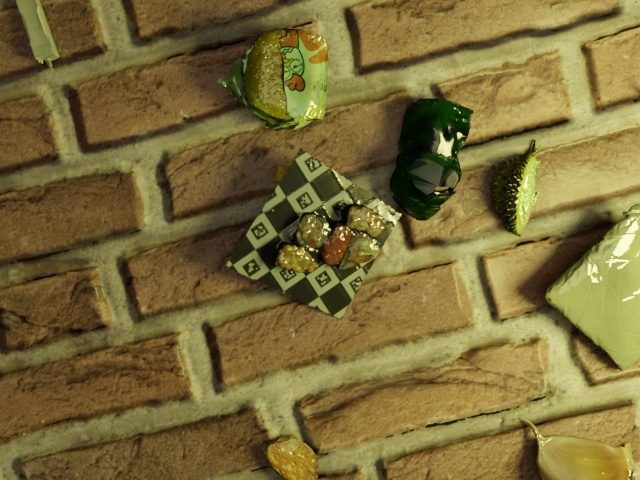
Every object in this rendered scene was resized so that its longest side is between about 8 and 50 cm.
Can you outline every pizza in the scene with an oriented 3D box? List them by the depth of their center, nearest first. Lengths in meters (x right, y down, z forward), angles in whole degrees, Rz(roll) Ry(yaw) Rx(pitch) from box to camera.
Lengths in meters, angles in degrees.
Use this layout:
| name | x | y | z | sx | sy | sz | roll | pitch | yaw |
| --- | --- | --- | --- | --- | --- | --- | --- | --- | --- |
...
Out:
| name | x | y | z | sx | sy | sz | roll | pitch | yaw |
| --- | --- | --- | --- | --- | --- | --- | --- | --- | --- |
| pizza | -0.058 | 0.497 | 1.350 | 0.160 | 0.036 | 0.099 | 39 | 94 | -1 |

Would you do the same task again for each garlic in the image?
| name | x | y | z | sx | sy | sz | roll | pitch | yaw |
| --- | --- | --- | --- | --- | --- | --- | --- | --- | --- |
| garlic | 0.542 | 0.500 | 1.309 | 0.266 | 0.148 | 0.129 | 20 | 130 | -4 |

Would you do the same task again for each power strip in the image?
| name | x | y | z | sx | sy | sz | roll | pitch | yaw |
| --- | --- | --- | --- | --- | --- | --- | --- | --- | --- |
| power strip | -0.622 | -0.464 | 1.318 | 0.047 | 0.030 | 0.191 | -18 | 92 | 1 |

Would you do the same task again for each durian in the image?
| name | x | y | z | sx | sy | sz | roll | pitch | yaw |
| --- | --- | --- | --- | --- | --- | --- | --- | --- | --- |
| durian | 0.427 | -0.117 | 1.297 | 0.100 | 0.086 | 0.215 | 5 | 98 | -32 |

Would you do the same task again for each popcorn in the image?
| name | x | y | z | sx | sy | sz | roll | pitch | yaw |
| --- | --- | --- | --- | --- | --- | --- | --- | --- | --- |
| popcorn | -0.073 | -0.127 | 1.303 | 0.084 | 0.084 | 0.084 | 0 | 93 | 2 |

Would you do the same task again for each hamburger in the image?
| name | x | y | z | sx | sy | sz | roll | pitch | yaw |
| --- | --- | --- | --- | --- | --- | --- | --- | --- | --- |
| hamburger | -0.095 | -0.342 | 1.260 | 0.235 | 0.125 | 0.214 | 11 | 83 | -13 |

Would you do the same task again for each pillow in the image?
| name | x | y | z | sx | sy | sz | roll | pitch | yaw |
| --- | --- | --- | --- | --- | --- | --- | --- | --- | --- |
| pillow | 0.657 | 0.105 | 1.276 | 0.280 | 0.076 | 0.274 | 40 | 98 | -13 |

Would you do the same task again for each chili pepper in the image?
| name | x | y | z | sx | sy | sz | roll | pitch | yaw |
| --- | --- | --- | --- | --- | --- | --- | --- | --- | --- |
| chili pepper | 0.227 | -0.175 | 1.266 | 0.148 | 0.116 | 0.265 | 17 | 93 | 4 |

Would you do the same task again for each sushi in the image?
| name | x | y | z | sx | sy | sz | roll | pitch | yaw |
| --- | --- | --- | --- | --- | --- | --- | --- | --- | --- |
| sushi | 0.000 | 0.000 | 1.268 | 0.292 | 0.059 | 0.294 | 29 | 94 | -18 |

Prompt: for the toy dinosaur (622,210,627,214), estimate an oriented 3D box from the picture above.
| name | x | y | z | sx | sy | sz | roll | pitch | yaw |
| --- | --- | --- | --- | --- | --- | --- | --- | --- | --- |
| toy dinosaur | 0.643 | 0.027 | 1.302 | 0.058 | 0.037 | 0.180 | -5 | 112 | -5 |
